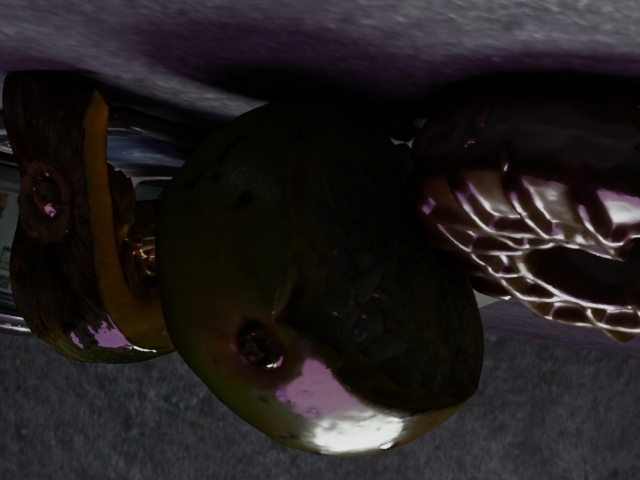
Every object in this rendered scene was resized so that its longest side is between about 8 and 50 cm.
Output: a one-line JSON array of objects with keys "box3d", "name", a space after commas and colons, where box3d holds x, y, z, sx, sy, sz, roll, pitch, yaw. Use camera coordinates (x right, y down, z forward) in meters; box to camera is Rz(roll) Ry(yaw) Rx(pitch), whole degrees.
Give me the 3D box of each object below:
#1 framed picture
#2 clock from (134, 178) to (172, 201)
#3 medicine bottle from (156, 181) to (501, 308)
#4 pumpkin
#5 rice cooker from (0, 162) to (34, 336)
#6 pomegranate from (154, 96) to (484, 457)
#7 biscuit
[{"box3d": [-0.225, -0.101, 1.879, 0.335, 0.022, 0.247, 2, 171, 44], "name": "framed picture"}, {"box3d": [-0.148, -0.034, 1.989, 0.151, 0.062, 0.191, 8, -171, 25], "name": "clock"}, {"box3d": [0.024, -0.003, 1.827, 0.375, 0.123, 0.282, 11, 163, -26], "name": "medicine bottle"}, {"box3d": [-0.187, -0.022, 1.642, 0.139, 0.280, 0.190, 9, -166, 42], "name": "pumpkin"}, {"box3d": [-0.385, 0.014, 2.098, 0.280, 0.227, 0.241, 12, 180, -33], "name": "rice cooker"}, {"box3d": [-0.007, 0.030, 1.523, 0.216, 0.310, 0.358, -30, -170, 26], "name": "pomegranate"}, {"box3d": [0.202, -0.016, 1.412, 0.268, 0.115, 0.366, 8, 160, 32], "name": "biscuit"}]
